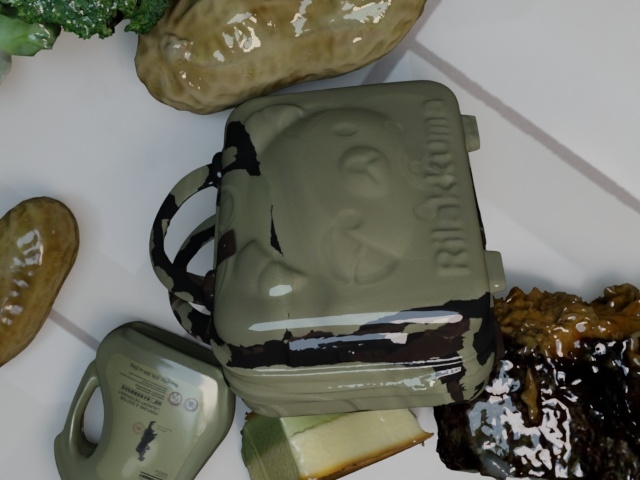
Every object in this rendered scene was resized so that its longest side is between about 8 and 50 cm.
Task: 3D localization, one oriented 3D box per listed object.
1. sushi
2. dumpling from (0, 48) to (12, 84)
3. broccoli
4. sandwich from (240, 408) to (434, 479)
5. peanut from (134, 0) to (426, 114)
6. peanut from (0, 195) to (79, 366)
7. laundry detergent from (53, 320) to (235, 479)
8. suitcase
[{"bbox_3d":[0.284,0.150,1.033,0.348,0.234,0.208,-2,93,-2],"label":"sushi"},{"bbox_3d":[-0.434,-0.253,1.092,0.228,0.124,0.151,37,59,-6],"label":"dumpling"},{"bbox_3d":[-0.265,-0.296,0.981,0.270,0.270,0.270,47,125,-2],"label":"broccoli"},{"bbox_3d":[0.018,0.209,1.087,0.186,0.220,0.108,-17,76,-23],"label":"sandwich"},{"bbox_3d":[-0.043,-0.230,1.051,0.325,0.153,0.140,-15,76,11],"label":"peanut"},{"bbox_3d":[-0.351,0.051,1.115,0.108,0.095,0.226,29,99,15],"label":"peanut"},{"bbox_3d":[-0.209,0.233,1.123,0.181,0.091,0.253,24,95,2],"label":"laundry detergent"},{"bbox_3d":[0.000,0.000,0.977,0.339,0.352,0.194,-5,139,4],"label":"suitcase"}]
